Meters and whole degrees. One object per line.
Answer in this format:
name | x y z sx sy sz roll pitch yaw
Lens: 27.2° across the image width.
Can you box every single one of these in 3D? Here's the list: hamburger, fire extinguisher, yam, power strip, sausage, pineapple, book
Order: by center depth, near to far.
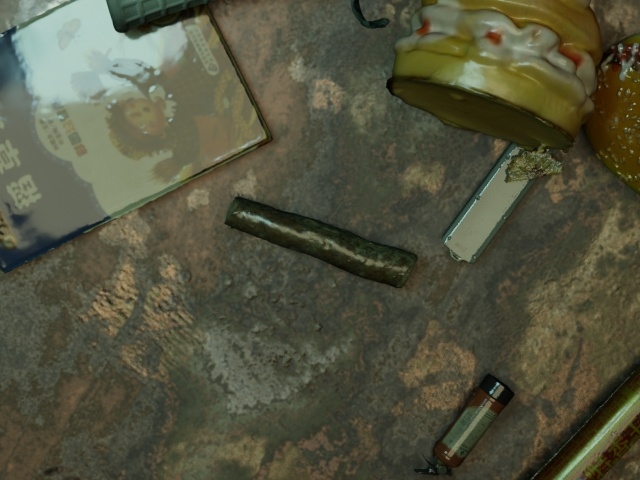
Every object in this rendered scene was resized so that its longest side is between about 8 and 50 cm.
hamburger | 0.246 -0.259 1.735 0.276 0.276 0.236 21 84 -3
hamburger | 0.480 -0.147 1.750 0.295 0.151 0.227 36 129 19
pineapple | 0.297 -0.107 1.838 0.083 0.019 0.045 -8 100 4
book | -0.321 -0.178 1.838 0.428 0.039 0.300 -27 97 2
yam | 0.000 0.000 1.858 0.274 0.061 0.061 20 97 -2
power strip | 0.261 -0.077 1.866 0.060 0.027 0.252 36 95 -4
sausage | 0.395 0.300 1.896 0.082 0.082 0.371 42 94 -6
fire extinguisher | 0.206 0.273 1.900 0.062 0.050 0.177 35 95 -24

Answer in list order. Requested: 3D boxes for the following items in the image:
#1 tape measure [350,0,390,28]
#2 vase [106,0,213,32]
tape measure | 0.049 -0.382 1.659 0.084 0.330 0.164 4 126 1
vase | -0.142 -0.366 1.748 0.299 0.143 0.143 -16 97 -6
